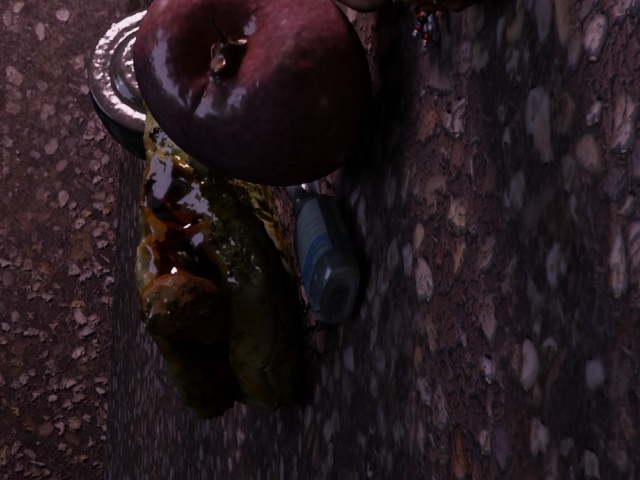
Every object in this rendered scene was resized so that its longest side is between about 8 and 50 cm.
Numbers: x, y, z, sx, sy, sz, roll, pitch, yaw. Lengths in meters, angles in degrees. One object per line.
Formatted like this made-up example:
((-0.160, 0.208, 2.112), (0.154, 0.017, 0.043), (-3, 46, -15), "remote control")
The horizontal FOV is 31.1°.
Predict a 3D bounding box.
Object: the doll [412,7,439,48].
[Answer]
((0.098, -0.235, 1.056), (0.057, 0.039, 0.114), (-55, -33, -56), "doll")

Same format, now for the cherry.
((-0.065, -0.166, 1.238), (0.221, 0.261, 0.307), (-55, -19, -14), "cherry")

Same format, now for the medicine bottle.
((0.000, 0.000, 1.312), (0.208, 0.054, 0.090), (-107, 24, -51), "medicine bottle")

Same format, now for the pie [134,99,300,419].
((-0.125, 0.006, 1.475), (0.395, 0.180, 0.418), (74, -172, -55), "pie")

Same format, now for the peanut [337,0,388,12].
((0.040, -0.277, 1.187), (0.152, 0.076, 0.076), (-125, 40, -58), "peanut")

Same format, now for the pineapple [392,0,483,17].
((-0.022, -0.286, 0.912), (0.165, 0.365, 0.165), (-171, 90, -72), "pineapple")

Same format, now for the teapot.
((-0.256, -0.264, 1.894), (0.239, 0.239, 0.321), (99, 162, -66), "teapot")
